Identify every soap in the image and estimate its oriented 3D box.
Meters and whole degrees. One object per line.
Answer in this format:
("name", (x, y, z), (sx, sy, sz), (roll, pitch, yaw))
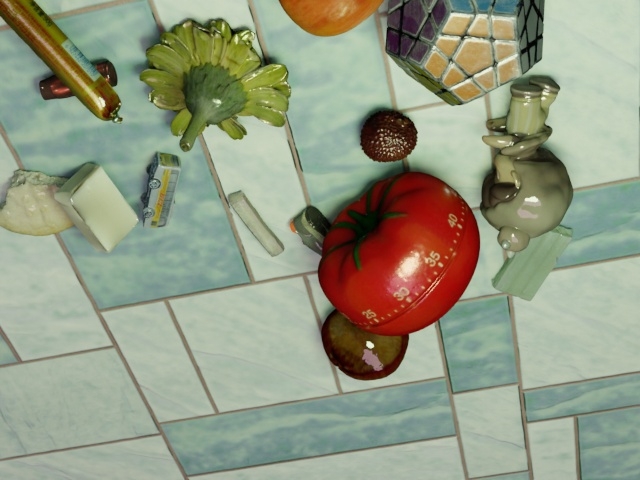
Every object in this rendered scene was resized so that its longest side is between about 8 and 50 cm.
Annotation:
("soap", (-0.515, -0.073, 2.040), (0.063, 0.121, 0.183), (10, 141, 42))

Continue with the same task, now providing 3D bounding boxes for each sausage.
("sausage", (-0.527, -0.380, 1.777), (0.082, 0.082, 0.371), (-33, 111, 23))

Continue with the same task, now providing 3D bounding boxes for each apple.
("apple", (0.010, -0.509, 1.630), (0.242, 0.242, 0.241), (31, 124, -24))

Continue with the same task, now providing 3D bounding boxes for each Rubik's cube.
("Rubik's cube", (0.279, -0.412, 1.691), (0.319, 0.319, 0.264), (3, 154, -3))

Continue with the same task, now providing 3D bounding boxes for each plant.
("plant", (-0.233, -0.324, 1.809), (0.305, 0.297, 0.261), (-3, 100, 21))

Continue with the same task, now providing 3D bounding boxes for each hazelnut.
("hazelnut", (0.114, 0.260, 2.293), (0.229, 0.229, 0.229), (-1, 129, -1))

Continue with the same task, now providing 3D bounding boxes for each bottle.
("bottle", (-0.517, -0.336, 1.872), (0.164, 0.060, 0.060), (-12, 129, 8))

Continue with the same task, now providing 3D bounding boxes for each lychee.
("lychee", (0.147, -0.228, 1.939), (0.123, 0.123, 0.129), (33, 155, -25))

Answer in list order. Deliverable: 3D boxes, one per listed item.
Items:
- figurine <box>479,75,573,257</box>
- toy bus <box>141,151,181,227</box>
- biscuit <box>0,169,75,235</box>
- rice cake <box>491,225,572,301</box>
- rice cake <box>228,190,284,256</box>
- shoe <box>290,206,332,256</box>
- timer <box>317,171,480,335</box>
("figurine", (0.458, -0.168, 1.947), (0.203, 0.248, 0.381), (6, 120, 18))
("toy bus", (-0.373, -0.115, 2.054), (0.075, 0.064, 0.190), (3, 130, -19))
("biscuit", (-0.662, -0.087, 2.082), (0.265, 0.040, 0.188), (-18, 130, 13))
("rice cake", (0.534, 0.051, 2.218), (0.127, 0.043, 0.237), (17, 128, -13))
("rice cake", (-0.155, -0.039, 2.136), (0.047, 0.036, 0.207), (-32, 123, 8))
("shoe", (0.001, 0.001, 2.155), (0.077, 0.074, 0.194), (-21, 125, 30))
("timer", (0.181, 0.033, 1.981), (0.279, 0.378, 0.378), (39, 119, -20))
